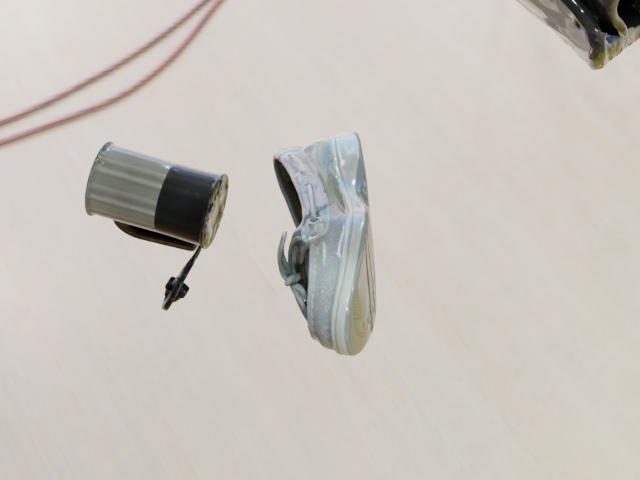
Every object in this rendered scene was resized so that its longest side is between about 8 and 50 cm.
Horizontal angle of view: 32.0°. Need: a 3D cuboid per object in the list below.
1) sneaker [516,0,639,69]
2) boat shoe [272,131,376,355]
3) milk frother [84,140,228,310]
[{"bbox_3d":[0.084,-0.250,0.621,0.169,0.447,0.257,-54,46,13],"label":"sneaker"},{"bbox_3d":[0.000,-0.003,1.104,0.103,0.118,0.320,-5,37,3],"label":"boat shoe"},{"bbox_3d":[-0.184,-0.014,1.182,0.135,0.129,0.143,15,40,6],"label":"milk frother"}]
